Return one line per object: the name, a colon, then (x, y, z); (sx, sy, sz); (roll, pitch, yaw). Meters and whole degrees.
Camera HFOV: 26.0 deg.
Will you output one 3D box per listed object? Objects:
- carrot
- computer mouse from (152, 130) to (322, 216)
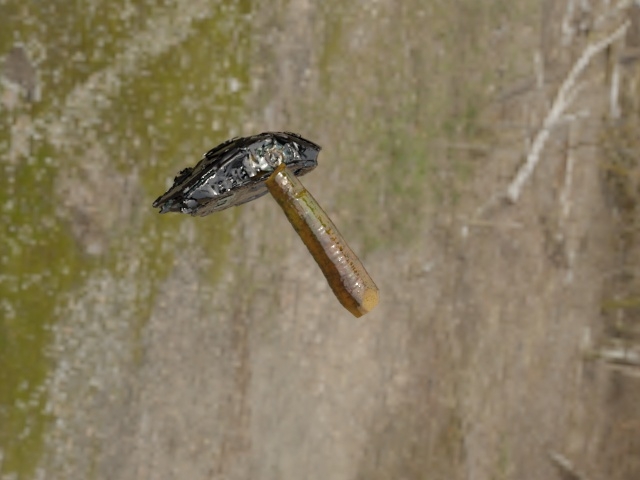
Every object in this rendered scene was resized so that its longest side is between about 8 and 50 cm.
carrot: (0.000, 0.000, 1.363); (0.171, 0.042, 0.042); (54, 29, -9)
computer mouse: (-0.110, -0.092, 1.812); (0.078, 0.241, 0.146); (66, -18, 7)
